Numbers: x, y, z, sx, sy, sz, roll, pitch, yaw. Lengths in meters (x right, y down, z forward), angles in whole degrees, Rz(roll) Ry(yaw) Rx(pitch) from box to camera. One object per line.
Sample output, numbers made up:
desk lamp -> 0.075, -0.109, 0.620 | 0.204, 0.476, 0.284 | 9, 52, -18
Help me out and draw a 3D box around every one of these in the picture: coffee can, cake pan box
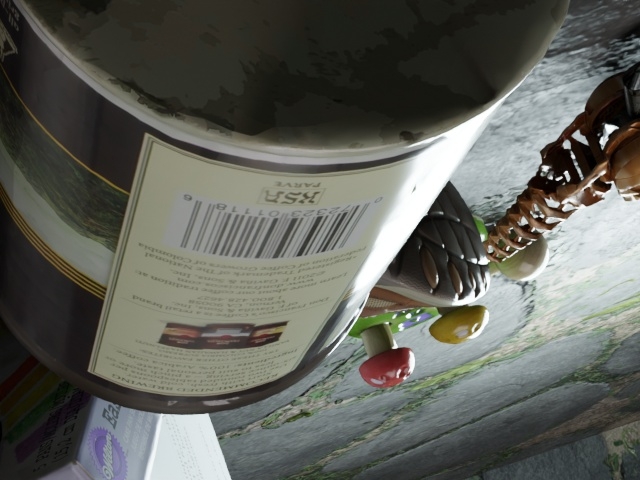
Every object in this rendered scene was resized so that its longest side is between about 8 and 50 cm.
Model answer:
coffee can -> -0.039, -0.064, 0.560 | 0.202, 0.201, 0.275 | -15, 161, -20
cake pan box -> -0.210, 0.124, 0.870 | 0.246, 0.266, 0.070 | -28, 118, 20

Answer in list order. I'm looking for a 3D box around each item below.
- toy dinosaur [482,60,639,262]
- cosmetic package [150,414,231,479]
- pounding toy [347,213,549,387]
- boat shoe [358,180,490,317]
toy dinosaur -> 0.262, -0.081, 1.029 | 0.322, 0.164, 0.218 | -11, 156, 36
cosmetic package -> -0.248, 0.327, 1.266 | 0.330, 0.327, 0.393 | -22, 162, 4
pounding toy -> 0.099, 0.064, 1.248 | 0.237, 0.110, 0.183 | -1, 153, -47
boat shoe -> 0.000, 0.000, 0.959 | 0.116, 0.123, 0.324 | -25, 157, 35
